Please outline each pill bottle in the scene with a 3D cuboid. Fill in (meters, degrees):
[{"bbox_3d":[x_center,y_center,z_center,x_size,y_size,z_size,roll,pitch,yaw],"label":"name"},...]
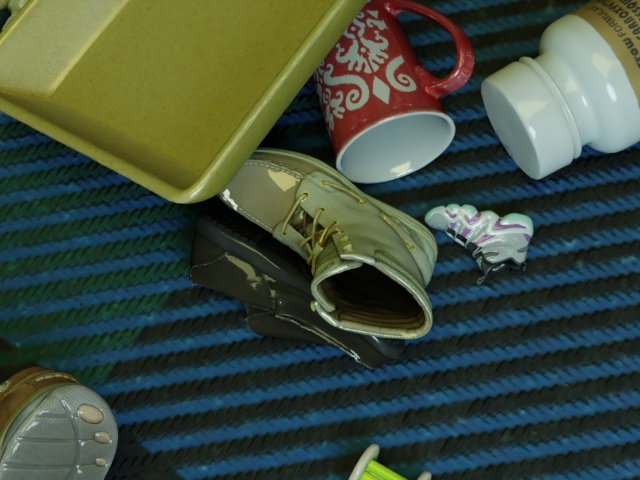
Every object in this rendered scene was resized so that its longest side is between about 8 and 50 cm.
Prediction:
[{"bbox_3d":[0.267,-0.153,1.030,0.229,0.131,0.131,-29,69,-4],"label":"pill bottle"}]

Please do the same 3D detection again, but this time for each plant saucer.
[{"bbox_3d":[-0.113,-0.196,1.045,0.332,0.081,0.333,27,74,36],"label":"plant saucer"}]

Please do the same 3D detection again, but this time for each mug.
[{"bbox_3d":[0.059,-0.159,1.072,0.150,0.113,0.169,-21,64,1],"label":"mug"}]

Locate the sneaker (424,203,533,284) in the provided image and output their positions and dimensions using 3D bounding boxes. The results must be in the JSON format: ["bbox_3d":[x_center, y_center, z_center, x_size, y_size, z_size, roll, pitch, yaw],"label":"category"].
[{"bbox_3d":[0.139,0.006,1.036,0.098,0.038,0.069,6,70,10],"label":"sneaker"}]

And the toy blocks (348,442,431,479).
[{"bbox_3d":[0.077,0.253,0.944,0.148,0.054,0.123,28,76,16],"label":"toy blocks"}]

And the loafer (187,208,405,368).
[{"bbox_3d":[-0.025,0.054,1.029,0.220,0.080,0.078,32,109,16],"label":"loafer"}]

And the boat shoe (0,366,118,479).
[{"bbox_3d":[-0.290,0.250,0.971,0.324,0.123,0.116,-55,39,-4],"label":"boat shoe"}]

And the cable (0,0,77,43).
[{"bbox_3d":[-0.243,-0.319,1.183,0.139,0.072,0.287,13,74,9],"label":"cable"}]

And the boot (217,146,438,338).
[{"bbox_3d":[0.000,0.000,0.966,0.213,0.165,0.077,26,111,-4],"label":"boot"}]
